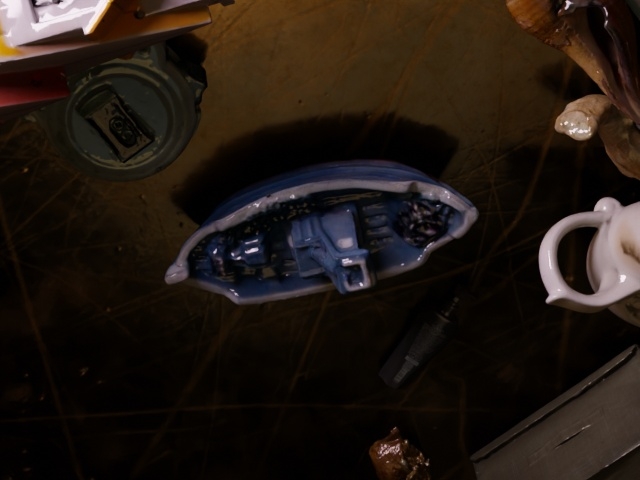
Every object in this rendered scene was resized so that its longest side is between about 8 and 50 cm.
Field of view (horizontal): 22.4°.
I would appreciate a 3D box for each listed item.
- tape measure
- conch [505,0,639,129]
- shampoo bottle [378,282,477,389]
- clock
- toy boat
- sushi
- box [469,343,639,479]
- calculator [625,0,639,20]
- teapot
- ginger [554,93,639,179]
[{"bbox_3d":[-0.256,-0.083,1.534,0.330,0.084,0.164,-37,111,15],"label":"tape measure"},{"bbox_3d":[0.243,-0.205,1.491,0.233,0.080,0.086,34,147,-13],"label":"conch"},{"bbox_3d":[0.112,0.100,1.695,0.048,0.027,0.137,31,114,-10],"label":"shampoo bottle"},{"bbox_3d":[-0.233,-0.234,1.371,0.310,0.166,0.235,-15,88,5],"label":"clock"},{"bbox_3d":[0.000,0.000,1.564,0.309,0.142,0.129,-11,122,2],"label":"toy boat"},{"bbox_3d":[0.090,0.248,1.768,0.060,0.061,0.118,-23,139,0],"label":"sushi"},{"bbox_3d":[0.300,0.254,1.726,0.231,0.149,0.155,-36,117,16],"label":"box"},{"bbox_3d":[0.351,-0.283,1.479,0.184,0.042,0.295,-31,120,14],"label":"calculator"},{"bbox_3d":[0.352,0.038,1.583,0.298,0.139,0.204,17,160,-9],"label":"teapot"},{"bbox_3d":[0.352,-0.074,1.583,0.288,0.075,0.089,26,140,-22],"label":"ginger"}]
